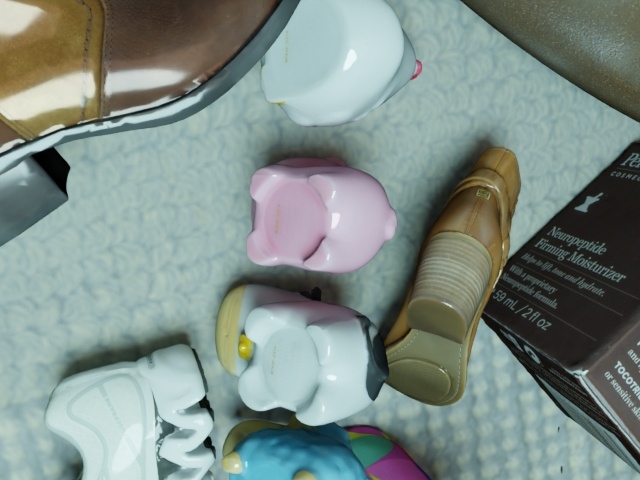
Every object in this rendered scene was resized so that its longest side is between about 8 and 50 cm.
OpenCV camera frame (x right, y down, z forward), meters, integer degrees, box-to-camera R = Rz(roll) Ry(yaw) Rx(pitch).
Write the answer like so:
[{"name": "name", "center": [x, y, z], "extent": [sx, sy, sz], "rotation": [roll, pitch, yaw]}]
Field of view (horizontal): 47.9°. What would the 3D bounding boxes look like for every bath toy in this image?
[{"name": "bath toy", "center": [0.000, 0.000, 0.506], "extent": [0.129, 0.151, 0.348], "rotation": [-4, 104, -52]}]

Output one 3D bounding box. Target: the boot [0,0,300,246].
[{"name": "boot", "center": [-0.167, -0.169, 0.347], "extent": [0.264, 0.096, 0.280], "rotation": [-34, 119, -1]}]

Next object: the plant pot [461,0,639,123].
[{"name": "plant pot", "center": [0.185, -0.203, 0.479], "extent": [0.230, 0.215, 0.215], "rotation": [20, 98, -2]}]

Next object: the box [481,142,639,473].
[{"name": "box", "center": [0.266, 0.057, 0.565], "extent": [0.203, 0.168, 0.167], "rotation": [-43, 109, -2]}]

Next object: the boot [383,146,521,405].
[{"name": "boot", "center": [0.106, 0.035, 0.562], "extent": [0.073, 0.197, 0.152], "rotation": [24, 57, 8]}]

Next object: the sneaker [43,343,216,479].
[{"name": "sneaker", "center": [-0.133, 0.224, 0.532], "extent": [0.118, 0.110, 0.292], "rotation": [-7, 97, -18]}]

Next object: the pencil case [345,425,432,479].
[{"name": "pencil case", "center": [0.061, 0.227, 0.524], "extent": [0.104, 0.236, 0.104], "rotation": [-5, 102, -23]}]
